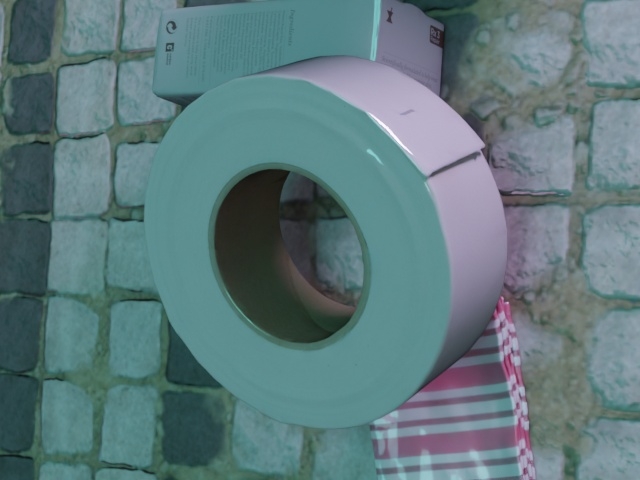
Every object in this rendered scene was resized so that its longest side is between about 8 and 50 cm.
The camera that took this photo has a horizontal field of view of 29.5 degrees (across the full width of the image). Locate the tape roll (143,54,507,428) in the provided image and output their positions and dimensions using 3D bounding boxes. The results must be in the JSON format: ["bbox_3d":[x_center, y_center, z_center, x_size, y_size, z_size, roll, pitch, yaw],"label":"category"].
[{"bbox_3d":[0.000,0.000,0.958,0.286,0.100,0.286,11,111,31],"label":"tape roll"}]

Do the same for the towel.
[{"bbox_3d":[0.100,0.149,1.003,0.144,0.029,0.197,-13,78,32],"label":"towel"}]

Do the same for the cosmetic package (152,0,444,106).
[{"bbox_3d":[-0.021,-0.157,1.062,0.231,0.117,0.085,4,88,34],"label":"cosmetic package"}]
